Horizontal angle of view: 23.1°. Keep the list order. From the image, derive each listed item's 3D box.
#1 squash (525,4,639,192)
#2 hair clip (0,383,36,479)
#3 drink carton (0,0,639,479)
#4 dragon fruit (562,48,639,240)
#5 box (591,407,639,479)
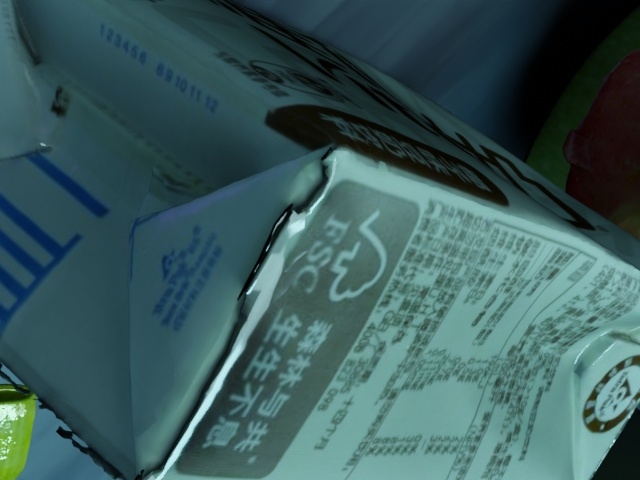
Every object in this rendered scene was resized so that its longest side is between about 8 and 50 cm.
[{"bbox_3d":[0.216,-0.044,0.977,0.252,0.049,0.252,-28,135,-31],"label":"squash"},{"bbox_3d":[-0.192,0.089,0.601,0.173,0.046,0.072,-11,124,-44],"label":"hair clip"},{"bbox_3d":[0.000,0.000,0.623,0.324,0.194,0.132,15,109,-55],"label":"drink carton"},{"bbox_3d":[0.275,0.011,0.807,0.269,0.291,0.250,-38,145,-23],"label":"dragon fruit"},{"bbox_3d":[0.151,0.209,1.006,0.274,0.178,0.138,-24,136,-37],"label":"box"}]
